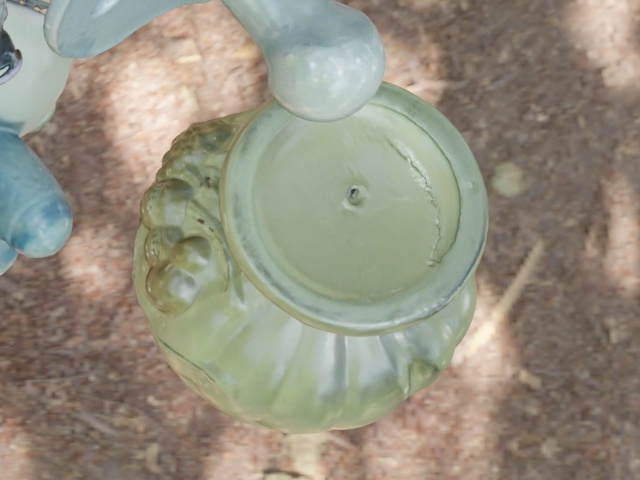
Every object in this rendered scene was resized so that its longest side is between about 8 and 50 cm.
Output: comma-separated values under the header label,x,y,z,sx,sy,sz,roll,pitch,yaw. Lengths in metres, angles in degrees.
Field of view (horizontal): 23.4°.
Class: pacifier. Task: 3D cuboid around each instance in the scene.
label,x,y,z,sx,sy,sz,roll,pitch,yaw
pacifier,-0.036,-0.181,1.019,0.226,0.238,0.287,50,43,2

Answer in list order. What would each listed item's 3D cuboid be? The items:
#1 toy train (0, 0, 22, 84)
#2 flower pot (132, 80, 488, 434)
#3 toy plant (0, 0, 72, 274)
label,x,y,z,sx,sy,sz,roll,pitch,yaw
toy train,-0.368,-0.144,1.218,0.299,0.202,0.131,-69,165,-44
flower pot,0.000,0.000,1.292,0.307,0.244,0.307,5,70,-13
toy plant,-0.368,-0.070,1.567,0.247,0.247,0.332,8,75,-33
